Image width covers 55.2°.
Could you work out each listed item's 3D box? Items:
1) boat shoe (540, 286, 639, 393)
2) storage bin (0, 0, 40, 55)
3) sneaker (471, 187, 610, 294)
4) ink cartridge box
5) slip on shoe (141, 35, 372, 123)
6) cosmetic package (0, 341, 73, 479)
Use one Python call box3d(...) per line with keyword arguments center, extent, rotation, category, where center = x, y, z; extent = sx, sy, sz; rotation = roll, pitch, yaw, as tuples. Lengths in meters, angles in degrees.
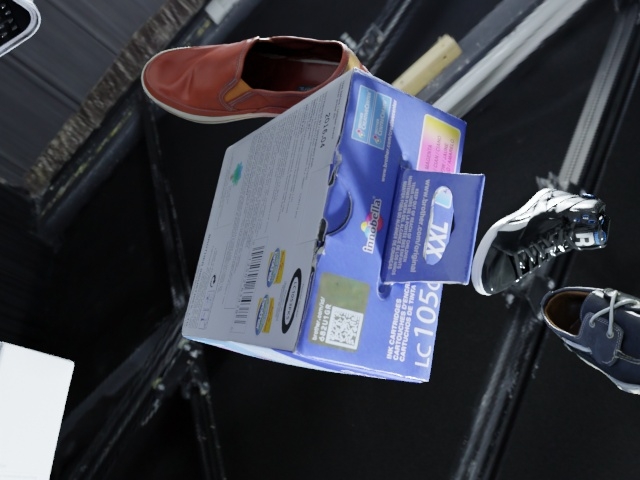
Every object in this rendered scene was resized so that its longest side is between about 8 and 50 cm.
box3d(center=(0.287, 0.087, 0.590), extent=(0.084, 0.079, 0.233), rotation=(-45, -177, -3), category="boat shoe")
box3d(center=(-0.284, -0.144, 0.366), extent=(0.180, 0.122, 0.084), rotation=(-28, -101, 8), category="storage bin")
box3d(center=(0.307, 0.000, 0.822), extent=(0.217, 0.079, 0.121), rotation=(-41, -150, -25), category="sneaker")
box3d(center=(0.000, 0.000, 0.661), extent=(0.395, 0.151, 0.270), rotation=(-13, -117, 62), category="ink cartridge box")
box3d(center=(-0.092, -0.216, 0.789), extent=(0.331, 0.101, 0.123), rotation=(10, -110, 22), category="slip on shoe")
box3d(center=(-0.470, 0.252, 0.783), extent=(0.224, 0.138, 0.224), rotation=(-4, -114, 18), category="cosmetic package")
